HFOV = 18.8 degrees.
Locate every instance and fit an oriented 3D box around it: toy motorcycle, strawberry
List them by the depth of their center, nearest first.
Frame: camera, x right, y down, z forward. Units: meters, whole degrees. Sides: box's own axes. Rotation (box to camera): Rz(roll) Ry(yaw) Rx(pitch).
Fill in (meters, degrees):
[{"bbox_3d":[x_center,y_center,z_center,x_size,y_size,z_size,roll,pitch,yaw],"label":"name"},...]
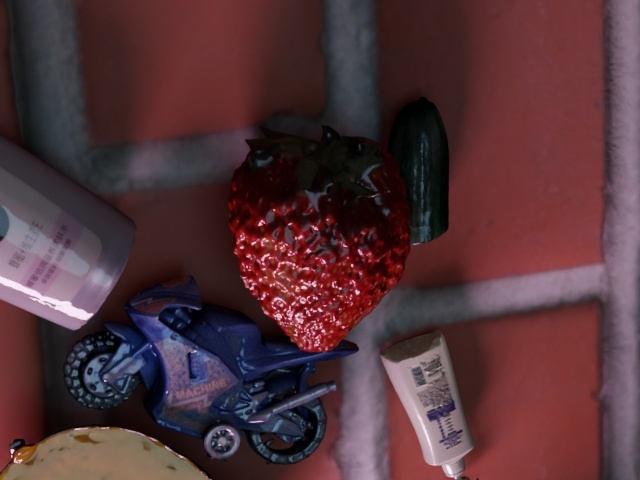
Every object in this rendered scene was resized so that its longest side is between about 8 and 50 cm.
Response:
[{"bbox_3d":[0.000,-0.005,1.349,0.131,0.131,0.148,-14,134,-11],"label":"strawberry"},{"bbox_3d":[-0.078,0.089,1.382,0.205,0.076,0.114,19,95,-21],"label":"toy motorcycle"}]

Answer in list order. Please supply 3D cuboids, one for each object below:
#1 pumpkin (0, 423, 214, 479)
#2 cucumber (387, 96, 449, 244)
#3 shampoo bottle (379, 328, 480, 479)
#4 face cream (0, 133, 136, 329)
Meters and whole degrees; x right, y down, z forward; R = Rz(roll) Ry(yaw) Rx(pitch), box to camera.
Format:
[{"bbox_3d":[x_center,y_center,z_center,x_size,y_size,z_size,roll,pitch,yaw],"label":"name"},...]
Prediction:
[{"bbox_3d":[-0.122,0.199,1.394,0.278,0.111,0.163,-4,99,-9],"label":"pumpkin"},{"bbox_3d":[0.070,-0.050,1.385,0.048,0.048,0.105,-5,109,-14],"label":"cucumber"},{"bbox_3d":[0.088,0.136,1.461,0.049,0.034,0.141,-25,113,-14],"label":"shampoo bottle"},{"bbox_3d":[-0.258,-0.037,1.287,0.269,0.073,0.107,31,90,-21],"label":"face cream"}]
